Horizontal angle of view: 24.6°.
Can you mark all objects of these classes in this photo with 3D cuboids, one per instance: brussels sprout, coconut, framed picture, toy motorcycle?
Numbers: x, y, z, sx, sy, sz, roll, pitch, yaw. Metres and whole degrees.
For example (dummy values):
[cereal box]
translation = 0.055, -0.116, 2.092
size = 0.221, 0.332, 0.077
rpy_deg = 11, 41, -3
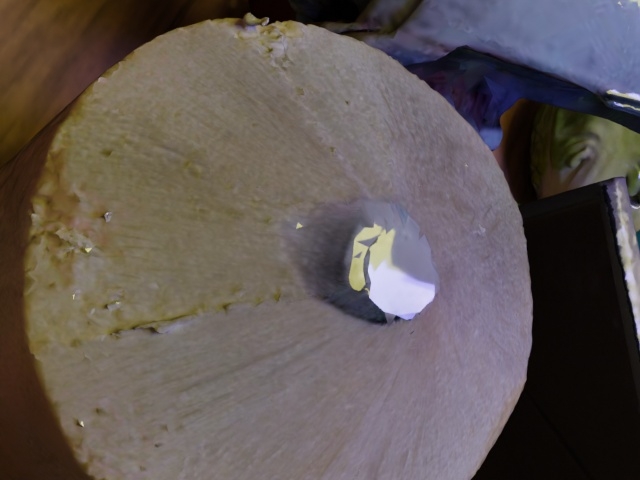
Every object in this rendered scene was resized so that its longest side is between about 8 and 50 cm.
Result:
[brussels sprout]
translation = 0.216, -0.071, 1.111
size = 0.117, 0.155, 0.155
rpy_deg = 30, 43, 9
[coconut]
translation = -0.035, 0.028, 0.639
size = 0.239, 0.244, 0.239
rpy_deg = 9, 73, -31
[framed picture]
translation = 0.126, 0.125, 0.866
size = 0.020, 0.211, 0.289
rpy_deg = -6, 83, -35
[toy motorcycle]
translation = 0.116, -0.108, 0.772
size = 0.319, 0.182, 0.241
rpy_deg = 7, 46, -35

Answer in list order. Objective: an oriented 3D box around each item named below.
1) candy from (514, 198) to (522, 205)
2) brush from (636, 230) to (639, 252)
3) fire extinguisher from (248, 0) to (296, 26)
[candy]
translation = 0.136, 0.090, 0.971
size = 0.069, 0.149, 0.246
rpy_deg = -25, 97, -7
[brush]
translation = 0.238, 0.015, 1.135
size = 0.193, 0.043, 0.032
rpy_deg = -40, 128, -27
[fire extinguisher]
translation = 0.000, 0.000, 0.840
size = 0.147, 0.106, 0.337
rpy_deg = 7, 71, -34
